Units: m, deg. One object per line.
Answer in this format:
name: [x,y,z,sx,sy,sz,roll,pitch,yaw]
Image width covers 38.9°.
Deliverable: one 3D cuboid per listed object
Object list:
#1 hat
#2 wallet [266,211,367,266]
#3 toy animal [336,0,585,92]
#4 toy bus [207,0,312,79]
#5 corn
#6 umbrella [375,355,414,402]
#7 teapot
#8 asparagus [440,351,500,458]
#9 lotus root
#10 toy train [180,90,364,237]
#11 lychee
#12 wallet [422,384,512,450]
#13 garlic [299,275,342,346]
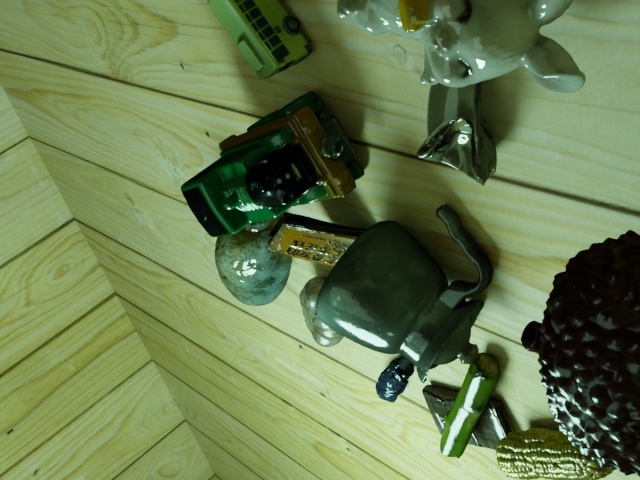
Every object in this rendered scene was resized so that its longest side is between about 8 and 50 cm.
hat: [0.220,-0.164,1.301,0.147,0.085,0.175,38,130,51]
wallet: [-0.001,0.003,1.784,0.195,0.042,0.161,14,160,-12]
toy animal: [0.176,-0.289,1.109,0.325,0.154,0.208,11,114,27]
toy bus: [-0.103,-0.362,1.531,0.175,0.101,0.088,55,155,-9]
corn: [0.420,0.383,1.621,0.101,0.101,0.292,54,156,-3]
umbrella: [0.174,0.284,1.965,0.071,0.071,0.248,45,150,15]
teapot: [0.182,0.094,1.601,0.285,0.305,0.223,38,-172,14]
asparagus: [0.287,0.323,1.754,0.067,0.060,0.277,49,144,31]
lotus root: [-0.151,0.052,2.073,0.175,0.175,0.349,40,155,25]
toy train: [-0.096,-0.123,1.652,0.178,0.249,0.429,59,154,-13]
lychee: [0.410,0.141,1.102,0.330,0.306,0.306,5,132,28]
wallet: [0.304,0.363,1.859,0.230,0.042,0.124,-2,116,57]
garlic: [0.015,0.155,2.008,0.147,0.102,0.159,30,138,64]
